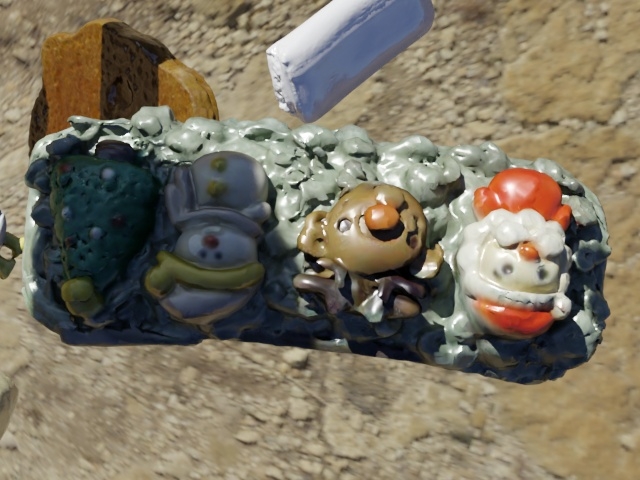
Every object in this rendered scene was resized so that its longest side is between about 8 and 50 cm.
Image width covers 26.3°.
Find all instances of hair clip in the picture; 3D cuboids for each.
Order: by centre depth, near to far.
[{"bbox_3d":[-0.001,0.000,0.722,0.321,0.091,0.138,4,85,-2],"label":"hair clip"}]

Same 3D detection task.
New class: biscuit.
[{"bbox_3d":[-0.200,-0.091,1.375,0.049,0.273,0.257,-17,123,-45],"label":"biscuit"}]

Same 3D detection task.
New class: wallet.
[{"bbox_3d":[0.030,-0.186,1.265,0.190,0.033,0.095,-42,136,-19],"label":"wallet"}]

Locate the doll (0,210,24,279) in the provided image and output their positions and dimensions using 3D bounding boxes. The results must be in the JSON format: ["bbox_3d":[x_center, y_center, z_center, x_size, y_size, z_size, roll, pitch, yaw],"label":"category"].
[{"bbox_3d":[-0.319,-0.017,1.159,0.143,0.058,0.098,29,69,-20],"label":"doll"}]

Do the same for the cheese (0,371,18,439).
[{"bbox_3d":[-0.515,0.161,1.511,0.351,0.328,0.129,26,101,17],"label":"cheese"}]
